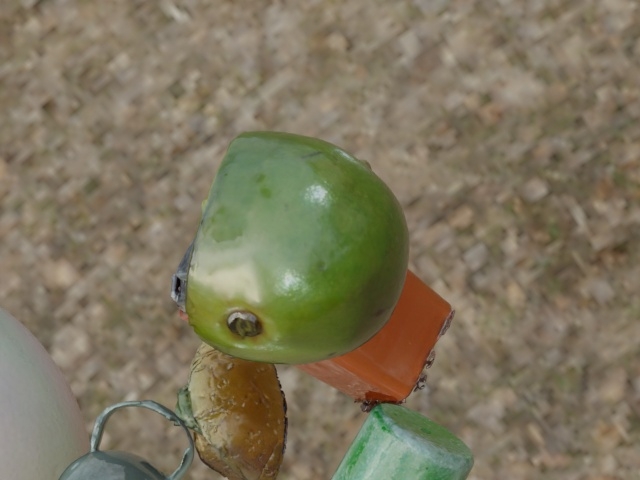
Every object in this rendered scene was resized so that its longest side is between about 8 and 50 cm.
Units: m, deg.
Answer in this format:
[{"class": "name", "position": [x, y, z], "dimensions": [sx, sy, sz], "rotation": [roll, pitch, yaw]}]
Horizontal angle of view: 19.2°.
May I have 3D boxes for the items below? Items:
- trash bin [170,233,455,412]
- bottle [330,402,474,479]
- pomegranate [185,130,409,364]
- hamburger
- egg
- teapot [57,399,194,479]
[{"class": "trash bin", "position": [0.001, 0.050, 1.799], "dimensions": [0.184, 0.239, 0.161], "rotation": [-10, 50, 63]}, {"class": "bottle", "position": [0.002, 0.281, 1.413], "dimensions": [0.330, 0.093, 0.093], "rotation": [-62, 34, 10]}, {"class": "pomegranate", "position": [-0.004, 0.014, 1.553], "dimensions": [0.159, 0.241, 0.190], "rotation": [13, 89, 10]}, {"class": "hamburger", "position": [-0.091, 0.164, 1.883], "dimensions": [0.087, 0.102, 0.176], "rotation": [-22, 68, 32]}, {"class": "egg", "position": [-0.398, 0.211, 1.945], "dimensions": [0.354, 0.354, 0.339], "rotation": [32, 115, 53]}, {"class": "teapot", "position": [-0.189, 0.290, 1.734], "dimensions": [0.129, 0.193, 0.294], "rotation": [13, 85, 3]}]
